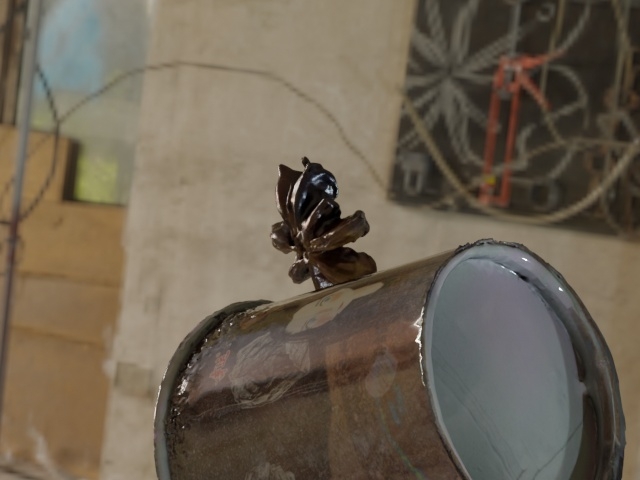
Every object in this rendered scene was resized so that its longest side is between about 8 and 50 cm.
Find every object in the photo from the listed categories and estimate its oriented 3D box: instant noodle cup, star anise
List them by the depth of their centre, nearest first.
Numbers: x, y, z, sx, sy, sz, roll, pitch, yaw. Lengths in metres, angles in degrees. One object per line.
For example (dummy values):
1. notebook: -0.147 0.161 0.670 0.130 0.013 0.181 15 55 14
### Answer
1. instant noodle cup: 0.046 0.111 0.807 0.217 0.217 0.207 4 158 -45
2. star anise: 0.000 -0.001 1.279 0.057 0.168 0.168 -16 -168 -26
